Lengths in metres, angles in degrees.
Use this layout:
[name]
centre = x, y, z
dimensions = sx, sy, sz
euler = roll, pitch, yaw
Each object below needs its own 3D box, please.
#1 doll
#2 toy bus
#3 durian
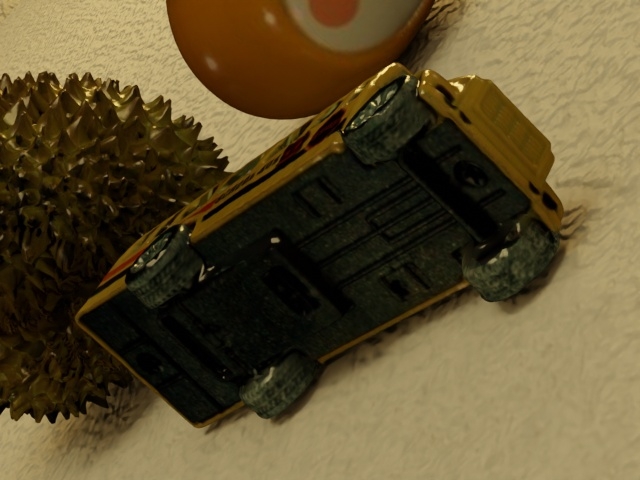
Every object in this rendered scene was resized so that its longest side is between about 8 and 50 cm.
[doll]
centre = -0.038, -0.208, 1.360
dimensions = 0.213, 0.236, 0.213
euler = -48, 13, 15
[toy bus]
centre = 0.000, 0.000, 1.065
dimensions = 0.335, 0.121, 0.123
euler = -32, 19, 45
[durian]
centre = -0.192, -0.006, 1.333
dimensions = 0.293, 0.258, 0.258
euler = -19, 35, 47
